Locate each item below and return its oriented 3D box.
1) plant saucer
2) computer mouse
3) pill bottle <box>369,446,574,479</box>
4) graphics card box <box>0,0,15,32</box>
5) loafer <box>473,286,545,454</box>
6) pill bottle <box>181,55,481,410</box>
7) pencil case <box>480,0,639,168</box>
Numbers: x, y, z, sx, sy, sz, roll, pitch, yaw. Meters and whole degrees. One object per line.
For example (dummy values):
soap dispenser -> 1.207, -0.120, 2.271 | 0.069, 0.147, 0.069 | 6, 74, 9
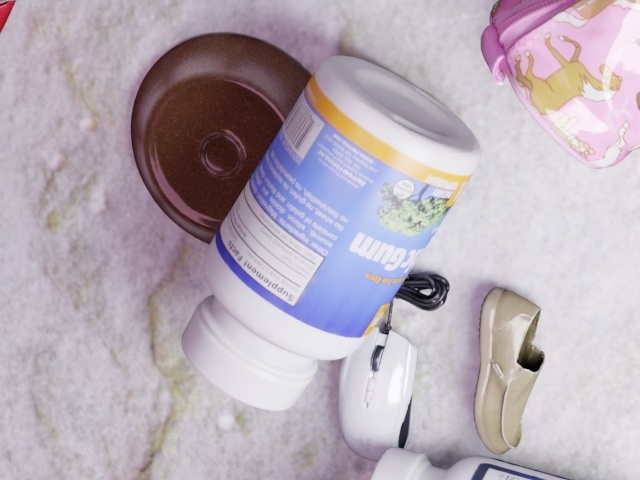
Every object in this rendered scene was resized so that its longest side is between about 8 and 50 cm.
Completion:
plant saucer -> -0.079, -0.077, 1.699 | 0.198, 0.036, 0.199 | 7, 111, 19
computer mouse -> 0.051, 0.113, 1.715 | 0.106, 0.042, 0.193 | 11, 113, 17
pill bottle -> 0.167, 0.266, 1.665 | 0.264, 0.153, 0.153 | 15, 114, 17
graphics card box -> -0.470, -0.250, 1.678 | 0.371, 0.233, 0.094 | 34, 119, 6
loafer -> 0.160, 0.113, 1.663 | 0.050, 0.056, 0.148 | 7, 112, 26
pill bottle -> 0.000, 0.000, 1.609 | 0.152, 0.152, 0.272 | 34, 109, 7
pencil case -> 0.300, -0.205, 1.429 | 0.386, 0.160, 0.167 | -38, 94, 30
